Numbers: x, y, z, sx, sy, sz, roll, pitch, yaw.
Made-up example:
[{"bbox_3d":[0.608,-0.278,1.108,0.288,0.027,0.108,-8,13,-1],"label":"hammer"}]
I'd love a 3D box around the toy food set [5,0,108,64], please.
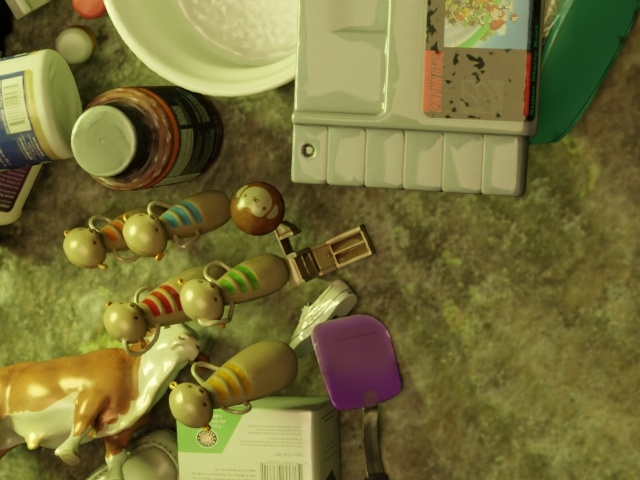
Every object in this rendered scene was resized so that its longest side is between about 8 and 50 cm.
[{"bbox_3d":[-0.295,-0.292,1.703,0.111,0.104,0.232,-28,100,9],"label":"toy food set"}]

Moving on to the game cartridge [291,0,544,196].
[{"bbox_3d":[0.091,-0.222,1.499,0.230,0.068,0.355,4,97,21],"label":"game cartridge"}]

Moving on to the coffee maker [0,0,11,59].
[{"bbox_3d":[-0.405,-0.249,1.724,0.120,0.178,0.171,24,105,12],"label":"coffee maker"}]

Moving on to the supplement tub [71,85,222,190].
[{"bbox_3d":[-0.179,-0.105,1.661,0.106,0.198,0.106,2,96,18],"label":"supplement tub"}]

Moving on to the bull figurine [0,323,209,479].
[{"bbox_3d":[-0.259,0.180,1.744,0.310,0.188,0.101,-14,127,25],"label":"bull figurine"}]

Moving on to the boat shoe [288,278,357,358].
[{"bbox_3d":[-0.004,0.081,1.717,0.100,0.035,0.035,-50,54,19],"label":"boat shoe"}]

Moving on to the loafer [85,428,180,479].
[{"bbox_3d":[-0.253,0.333,1.775,0.112,0.111,0.319,42,106,9],"label":"loafer"}]

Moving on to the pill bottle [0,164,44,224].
[{"bbox_3d":[-0.355,-0.084,1.764,0.108,0.108,0.193,30,103,12],"label":"pill bottle"}]

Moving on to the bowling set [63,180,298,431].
[{"bbox_3d":[-0.133,0.021,1.626,0.287,0.154,0.200,44,134,24],"label":"bowling set"}]

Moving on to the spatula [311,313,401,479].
[{"bbox_3d":[0.056,0.224,1.707,0.084,0.030,0.296,-13,98,-17],"label":"spatula"}]

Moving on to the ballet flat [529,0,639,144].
[{"bbox_3d":[0.257,-0.288,1.563,0.147,0.147,0.409,29,100,12],"label":"ballet flat"}]

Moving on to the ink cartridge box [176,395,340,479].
[{"bbox_3d":[-0.062,0.273,1.721,0.154,0.093,0.212,-1,94,17],"label":"ink cartridge box"}]

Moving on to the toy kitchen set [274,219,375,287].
[{"bbox_3d":[0.000,0.000,1.677,0.075,0.083,0.068,-23,89,18],"label":"toy kitchen set"}]

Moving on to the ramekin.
[{"bbox_3d":[-0.071,-0.284,1.642,0.277,0.135,0.277,2,97,16],"label":"ramekin"}]

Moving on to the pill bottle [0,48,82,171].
[{"bbox_3d":[-0.342,-0.120,1.642,0.186,0.112,0.112,-10,93,10],"label":"pill bottle"}]
